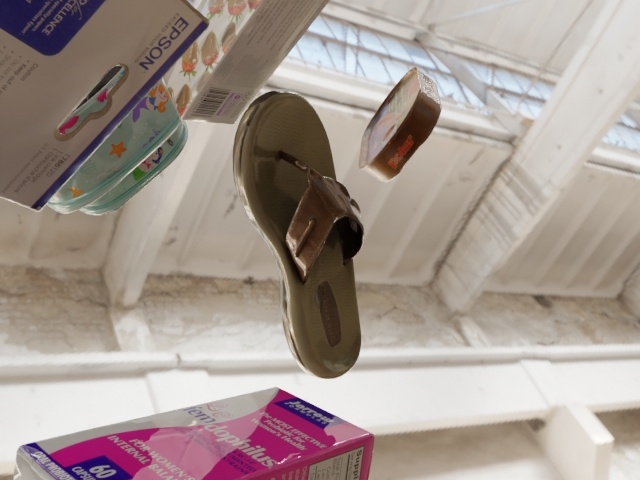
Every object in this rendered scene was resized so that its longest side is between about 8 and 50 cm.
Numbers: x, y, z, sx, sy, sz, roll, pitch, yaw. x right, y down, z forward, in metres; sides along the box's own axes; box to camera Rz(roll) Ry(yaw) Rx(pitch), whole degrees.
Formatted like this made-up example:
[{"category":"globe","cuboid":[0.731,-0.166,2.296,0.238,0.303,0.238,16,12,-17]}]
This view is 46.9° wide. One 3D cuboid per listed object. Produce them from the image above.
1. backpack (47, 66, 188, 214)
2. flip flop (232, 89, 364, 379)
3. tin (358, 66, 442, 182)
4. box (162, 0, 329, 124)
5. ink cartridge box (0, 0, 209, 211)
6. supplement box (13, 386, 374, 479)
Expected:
[{"category":"backpack","cuboid":[-0.266,-0.145,0.839,0.225,0.253,0.191,-42,-54,-8]},{"category":"flip flop","cuboid":[0.000,0.000,0.664,0.112,0.080,0.277,-25,-71,-41]},{"category":"tin","cuboid":[0.087,-0.128,0.805,0.040,0.190,0.106,30,-65,-9]},{"category":"box","cuboid":[-0.026,-0.219,0.588,0.067,0.063,0.324,-5,-30,-43]},{"category":"ink cartridge box","cuboid":[-0.201,-0.128,0.311,0.165,0.065,0.332,-45,-27,6]},{"category":"supplement box","cuboid":[-0.078,0.184,0.496,0.220,0.111,0.114,0,-78,-48]}]
